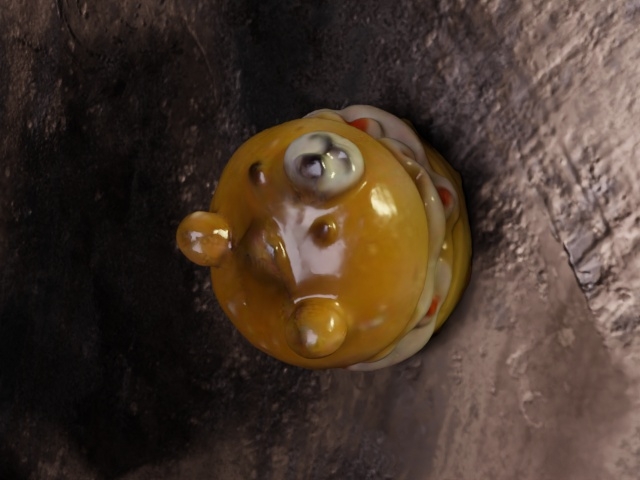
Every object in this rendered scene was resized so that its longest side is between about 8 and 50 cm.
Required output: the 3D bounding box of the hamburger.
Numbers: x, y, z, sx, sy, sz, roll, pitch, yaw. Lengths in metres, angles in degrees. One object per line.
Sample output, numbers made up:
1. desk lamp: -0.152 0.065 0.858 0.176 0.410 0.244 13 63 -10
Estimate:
1. hamburger: 0.000 0.000 1.037 0.276 0.236 0.277 4 97 31
